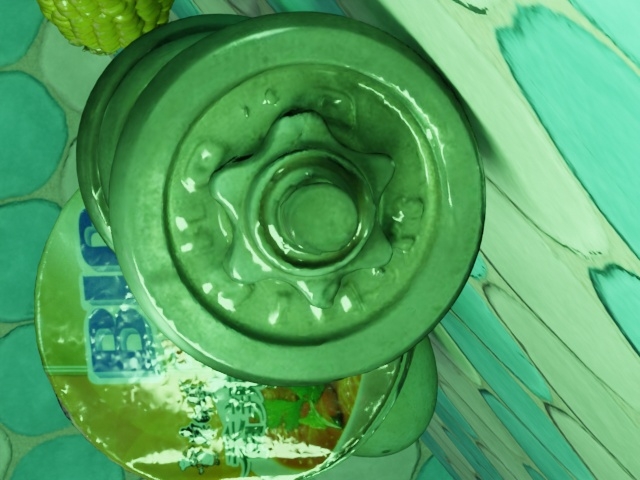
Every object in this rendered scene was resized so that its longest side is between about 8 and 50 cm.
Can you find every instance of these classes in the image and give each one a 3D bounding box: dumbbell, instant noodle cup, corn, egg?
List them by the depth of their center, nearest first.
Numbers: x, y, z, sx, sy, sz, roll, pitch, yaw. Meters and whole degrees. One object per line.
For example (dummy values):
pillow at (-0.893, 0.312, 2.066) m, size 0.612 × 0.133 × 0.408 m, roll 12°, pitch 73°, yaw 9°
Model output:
dumbbell at (-0.035, -0.034, 1.032) m, size 0.179 × 0.179 × 0.406 m, roll 50°, pitch 176°, yaw -13°
corn at (-0.167, -0.224, 1.294) m, size 0.106 × 0.106 × 0.305 m, roll 48°, pitch 171°, yaw 23°
instant noodle cup at (-0.064, 0.049, 1.546) m, size 0.296 × 0.296 × 0.214 m, roll 49°, pitch -176°, yaw 2°
egg at (0.013, 0.102, 1.838) m, size 0.236 × 0.169 × 0.169 m, roll 52°, pitch 176°, yaw -10°
